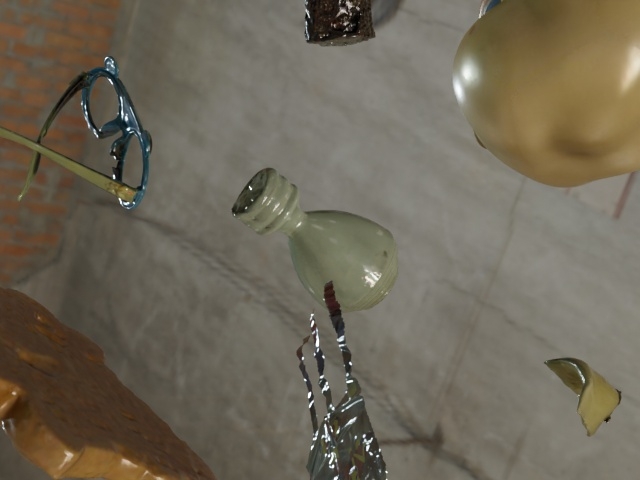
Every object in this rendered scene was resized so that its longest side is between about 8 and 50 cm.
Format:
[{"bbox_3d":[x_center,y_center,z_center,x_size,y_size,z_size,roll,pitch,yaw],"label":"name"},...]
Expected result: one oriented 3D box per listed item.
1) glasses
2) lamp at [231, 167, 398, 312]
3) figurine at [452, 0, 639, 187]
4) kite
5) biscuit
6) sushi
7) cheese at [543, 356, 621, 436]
[{"bbox_3d":[-0.328,-0.122,1.534,0.207,0.102,0.239,-19,-125,-8],"label":"glasses"},{"bbox_3d":[0.000,0.000,1.218,0.193,0.106,0.106,39,-172,-24],"label":"lamp"},{"bbox_3d":[0.110,-0.118,0.542,0.108,0.114,0.196,57,-160,-53],"label":"figurine"},{"bbox_3d":[0.010,0.143,0.926,0.015,0.141,0.245,12,-140,-20],"label":"kite"},{"bbox_3d":[-0.148,0.059,0.576,0.250,0.035,0.162,42,180,-3],"label":"biscuit"},{"bbox_3d":[0.016,-0.286,1.490,0.098,0.084,0.094,-2,-170,16],"label":"sushi"},{"bbox_3d":[0.239,0.136,1.054,0.060,0.041,0.084,45,-162,-23],"label":"cheese"}]
